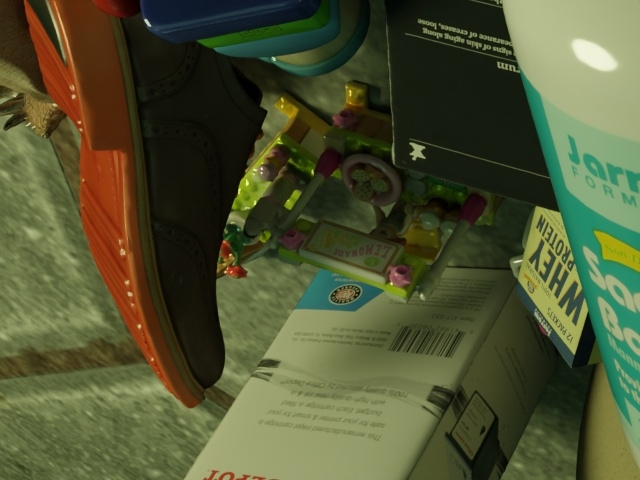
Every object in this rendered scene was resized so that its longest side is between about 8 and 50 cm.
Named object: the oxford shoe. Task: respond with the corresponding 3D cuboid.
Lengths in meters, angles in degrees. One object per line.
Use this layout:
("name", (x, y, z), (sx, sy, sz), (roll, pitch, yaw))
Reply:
("oxford shoe", (-0.064, -0.028, 0.703), (0.097, 0.098, 0.271), (51, 156, 44))

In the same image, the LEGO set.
("LEGO set", (0.000, 0.000, 0.779), (0.287, 0.107, 0.132), (2, 135, 37))

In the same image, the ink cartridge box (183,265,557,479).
("ink cartridge box", (0.028, 0.105, 0.813), (0.140, 0.190, 0.082), (2, 136, 37))

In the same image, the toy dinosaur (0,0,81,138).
("toy dinosaur", (-0.195, -0.153, 0.741), (0.127, 0.200, 0.295), (-25, 94, 25))

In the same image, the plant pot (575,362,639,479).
("plant pot", (0.245, 0.168, 0.724), (0.284, 0.191, 0.284), (20, 144, 16))

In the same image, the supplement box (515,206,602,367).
("supplement box", (0.144, 0.004, 0.664), (0.056, 0.083, 0.083), (-122, 30, -45))

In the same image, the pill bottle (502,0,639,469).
("pill bottle", (0.137, -0.035, 0.419), (0.146, 0.146, 0.264), (6, 137, 33))

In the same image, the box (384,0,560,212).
("box", (0.159, -0.089, 0.549), (0.261, 0.103, 0.184), (17, 139, 20))

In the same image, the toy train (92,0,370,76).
("toy train", (-0.032, -0.191, 0.577), (0.105, 0.248, 0.143), (-9, 171, 13))
